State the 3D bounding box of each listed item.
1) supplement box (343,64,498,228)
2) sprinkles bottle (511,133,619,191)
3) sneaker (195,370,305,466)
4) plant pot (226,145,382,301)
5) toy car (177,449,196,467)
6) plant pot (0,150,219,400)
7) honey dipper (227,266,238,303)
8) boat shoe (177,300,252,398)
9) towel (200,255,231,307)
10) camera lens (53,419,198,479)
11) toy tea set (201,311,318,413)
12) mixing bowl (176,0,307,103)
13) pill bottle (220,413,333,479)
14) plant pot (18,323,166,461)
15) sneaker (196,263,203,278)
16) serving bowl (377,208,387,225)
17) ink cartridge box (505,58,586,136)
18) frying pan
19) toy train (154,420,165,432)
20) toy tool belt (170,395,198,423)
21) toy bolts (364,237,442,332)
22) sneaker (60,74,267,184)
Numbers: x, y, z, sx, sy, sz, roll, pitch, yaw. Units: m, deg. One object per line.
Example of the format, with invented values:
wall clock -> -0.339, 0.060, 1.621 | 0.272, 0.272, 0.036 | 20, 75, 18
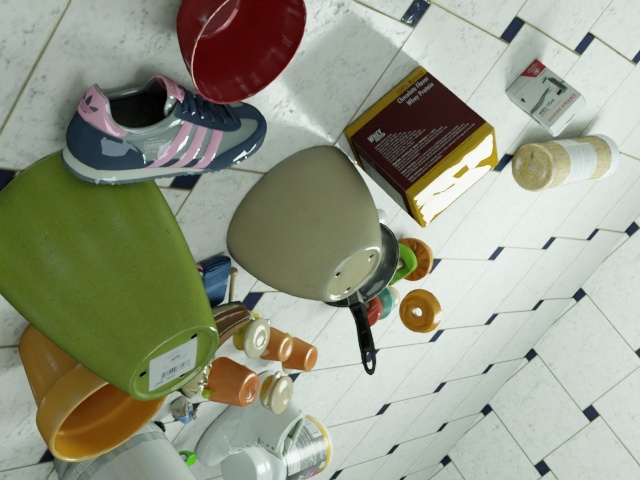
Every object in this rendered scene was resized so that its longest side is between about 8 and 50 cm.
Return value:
supplement box -> 0.183, -0.169, 1.620 | 0.191, 0.194, 0.129 | -41, 153, -5
sprinkles bottle -> 0.622, -0.198, 2.259 | 0.355, 0.121, 0.121 | -12, 140, -46
sneaker -> -0.160, 0.465, 2.094 | 0.292, 0.169, 0.108 | -50, 154, 16
plant pot -> 0.000, 0.000, 1.619 | 0.284, 0.191, 0.284 | -32, 151, -20
toy car -> -0.383, 0.535, 2.016 | 0.225, 0.053, 0.239 | -31, 151, -24
plant pot -> -0.274, 0.065, 1.223 | 0.274, 0.293, 0.275 | -33, 152, -21
honey dipper -> -0.171, 0.110, 1.720 | 0.030, 0.030, 0.161 | -25, 147, -32
boat shoe -> -0.259, 0.234, 1.651 | 0.324, 0.120, 0.122 | -33, 171, -13
towel -> -0.198, 0.078, 1.637 | 0.067, 0.029, 0.119 | -24, 147, -33
camera lens -> -0.359, 0.482, 1.726 | 0.219, 0.274, 0.219 | -32, 151, -20
toy tea set -> -0.138, 0.267, 1.943 | 0.336, 0.124, 0.200 | 31, 74, -59
mixing bowl -> -0.117, -0.279, 1.160 | 0.181, 0.098, 0.181 | -32, 151, -20
pill bottle -> -0.110, 0.552, 2.294 | 0.278, 0.162, 0.162 | -9, 138, -48
plant pot -> -0.372, 0.207, 1.409 | 0.205, 0.188, 0.205 | -32, 151, -20
sneaker -> -0.259, 0.114, 1.555 | 0.170, 0.075, 0.063 | -43, 153, -2
serving bowl -> 0.114, -0.027, 1.915 | 0.083, 0.027, 0.083 | -34, 152, -21
ink cartridge box -> 0.476, -0.301, 1.896 | 0.099, 0.135, 0.056 | -48, 152, 7
frying pan -> 0.043, 0.094, 1.729 | 0.053, 0.197, 0.326 | 48, 49, -48
toy train -> -0.387, 0.443, 1.889 | 0.158, 0.036, 0.027 | -42, 136, -3
toy tool belt -> -0.286, 0.370, 1.911 | 0.052, 0.051, 0.083 | -38, 153, -10
toy bolts -> 0.194, 0.126, 2.082 | 0.228, 0.218, 0.158 | -38, 166, 32
sneaker -> -0.187, -0.164, 1.215 | 0.319, 0.112, 0.131 | -19, 147, -41
